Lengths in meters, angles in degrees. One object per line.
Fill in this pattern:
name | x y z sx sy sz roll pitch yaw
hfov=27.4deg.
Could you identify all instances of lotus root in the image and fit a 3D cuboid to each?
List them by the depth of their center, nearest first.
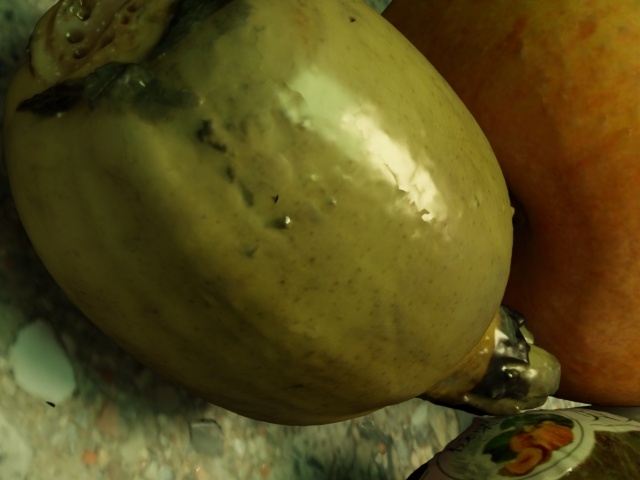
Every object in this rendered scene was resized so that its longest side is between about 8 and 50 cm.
lotus root | 0.000 0.000 0.598 0.310 0.182 0.183 41 46 -35

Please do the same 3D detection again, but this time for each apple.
apple | 0.161 -0.046 0.773 0.275 0.299 0.299 -16 90 -42

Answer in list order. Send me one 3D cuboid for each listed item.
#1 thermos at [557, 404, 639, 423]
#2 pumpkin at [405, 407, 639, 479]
thermos | 0.201 0.138 0.833 0.105 0.193 0.137 54 38 -27
pumpkin | 0.112 0.220 0.686 0.260 0.189 0.260 -2 95 -29
